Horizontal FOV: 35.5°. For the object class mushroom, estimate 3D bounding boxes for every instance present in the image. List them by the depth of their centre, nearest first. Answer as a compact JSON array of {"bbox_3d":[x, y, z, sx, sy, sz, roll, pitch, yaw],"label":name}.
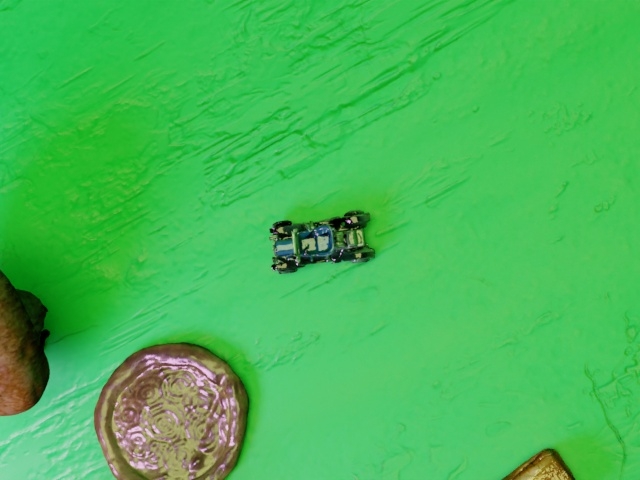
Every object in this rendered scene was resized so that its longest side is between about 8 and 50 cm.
[{"bbox_3d":[-0.498,0.136,1.447,0.263,0.283,0.195,36,76,25],"label":"mushroom"}]

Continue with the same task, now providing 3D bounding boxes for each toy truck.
[{"bbox_3d":[-0.001,0.000,1.458,0.154,0.078,0.080,-8,85,11],"label":"toy truck"}]

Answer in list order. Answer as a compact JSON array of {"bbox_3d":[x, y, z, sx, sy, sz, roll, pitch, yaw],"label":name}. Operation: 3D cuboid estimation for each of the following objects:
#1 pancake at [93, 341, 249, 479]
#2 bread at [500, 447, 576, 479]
[{"bbox_3d":[-0.228,0.273,1.505,0.250,0.031,0.250,-1,86,13],"label":"pancake"},{"bbox_3d":[0.288,0.348,1.379,0.132,0.053,0.074,-40,83,6],"label":"bread"}]
